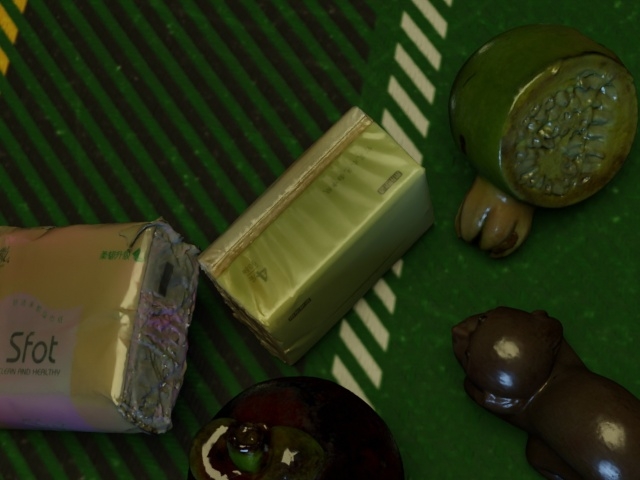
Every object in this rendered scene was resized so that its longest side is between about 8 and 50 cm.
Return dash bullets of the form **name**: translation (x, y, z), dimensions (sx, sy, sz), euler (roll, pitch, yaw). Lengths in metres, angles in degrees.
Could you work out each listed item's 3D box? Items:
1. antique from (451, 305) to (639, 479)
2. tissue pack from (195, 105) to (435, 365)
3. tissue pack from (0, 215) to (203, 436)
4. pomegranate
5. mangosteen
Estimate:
- **antique**: translation (0.237, 0.160, 1.374), dimensions (0.121, 0.143, 0.257), euler (-42, 68, -6)
- **tissue pack**: translation (0.000, 0.000, 1.451), dimensions (0.234, 0.159, 0.125), euler (-44, 70, -9)
- **tissue pack**: translation (-0.251, 0.091, 1.445), dimensions (0.256, 0.123, 0.215), euler (-4, 68, 38)
- **pomegranate**: translation (0.221, -0.115, 1.476), dimensions (0.189, 0.241, 0.159), euler (-18, 31, -21)
- **mangosteen**: translation (-0.022, 0.231, 1.347), dimensions (0.216, 0.216, 0.216), euler (-3, 70, 7)
